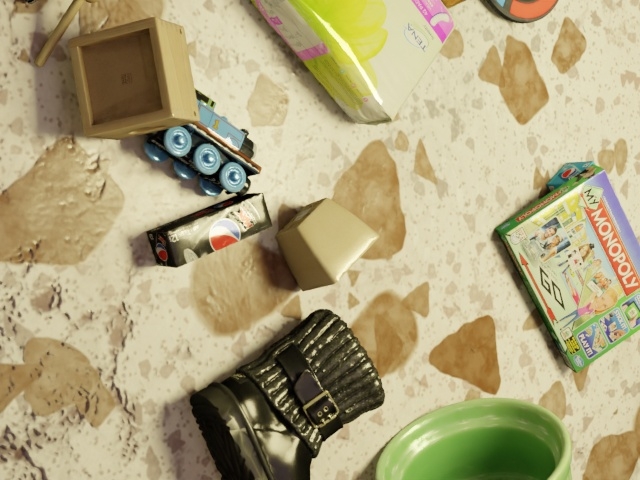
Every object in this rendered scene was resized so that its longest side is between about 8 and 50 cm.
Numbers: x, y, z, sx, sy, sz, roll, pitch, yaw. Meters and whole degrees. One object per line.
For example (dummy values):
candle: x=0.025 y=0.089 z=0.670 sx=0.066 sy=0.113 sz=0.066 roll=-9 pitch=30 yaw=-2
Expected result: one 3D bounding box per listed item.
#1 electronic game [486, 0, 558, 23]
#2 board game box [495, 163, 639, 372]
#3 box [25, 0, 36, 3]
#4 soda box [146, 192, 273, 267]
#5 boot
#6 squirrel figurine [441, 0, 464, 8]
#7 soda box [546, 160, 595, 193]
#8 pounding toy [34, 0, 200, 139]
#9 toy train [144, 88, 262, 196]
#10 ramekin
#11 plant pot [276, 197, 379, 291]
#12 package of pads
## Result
electronic game: x=0.346 y=-0.492 z=1.850 sx=0.229 sy=0.048 sz=0.229 roll=-1 pitch=91 yaw=-36
board game box: x=0.471 y=0.053 z=1.905 sx=0.213 sy=0.046 sz=0.317 roll=-33 pitch=112 yaw=-4
box: x=-0.381 y=-0.448 z=1.290 sx=0.261 sy=0.103 sz=0.184 roll=45 pitch=63 yaw=-28
soda box: x=-0.153 y=-0.016 z=1.489 sx=0.169 sy=0.060 sz=0.053 roll=-25 pitch=106 yaw=-33
boot: x=-0.012 y=0.301 z=1.554 sx=0.260 sy=0.131 sz=0.348 roll=-29 pitch=107 yaw=-32
squirrel figurine: x=0.291 y=-0.632 z=1.682 sx=0.397 sy=0.281 sz=0.370 roll=-30 pitch=90 yaw=-31
soda box: x=0.500 y=-0.041 z=1.958 sx=0.071 sy=0.067 sz=0.210 roll=-44 pitch=115 yaw=-27
pounding toy: x=-0.267 y=-0.238 z=1.375 sx=0.094 sy=0.181 sz=0.206 roll=-7 pitch=87 yaw=-72
toy train: x=-0.161 y=-0.135 z=1.473 sx=0.184 sy=0.080 sz=0.105 roll=33 pitch=66 yaw=-32
ramekin: x=0.249 y=0.390 z=1.651 sx=0.303 sy=0.303 sz=0.148 roll=-32 pitch=116 yaw=-31
plant pot: x=0.000 y=0.000 z=1.579 sx=0.096 sy=0.109 sz=0.109 roll=49 pitch=63 yaw=-12
package of pads: x=0.053 y=-0.345 z=1.607 sx=0.296 sy=0.101 sz=0.229 roll=46 pitch=65 yaw=-27
